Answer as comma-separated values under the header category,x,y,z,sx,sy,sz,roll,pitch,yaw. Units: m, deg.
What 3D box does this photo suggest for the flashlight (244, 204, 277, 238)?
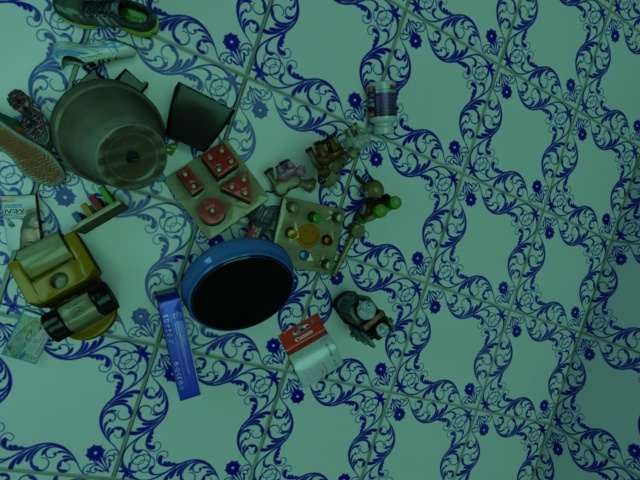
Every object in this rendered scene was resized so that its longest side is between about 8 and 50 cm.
category,x,y,z,sx,sy,sz,roll,pitch,yaw
flashlight,-0.271,0.009,1.694,0.103,0.103,0.303,23,84,20

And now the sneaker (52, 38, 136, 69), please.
category,x,y,z,sx,sy,sz,roll,pitch,yaw
sneaker,-0.687,-0.566,1.455,0.238,0.085,0.086,-9,91,-15

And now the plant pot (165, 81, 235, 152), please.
category,x,y,z,sx,sy,sz,roll,pitch,yaw
plant pot,-0.410,-0.390,1.544,0.188,0.188,0.166,24,95,-23

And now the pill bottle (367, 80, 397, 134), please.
category,x,y,z,sx,sy,sz,roll,pitch,yaw
pill bottle,0.238,-0.505,1.817,0.108,0.108,0.193,-7,99,-21

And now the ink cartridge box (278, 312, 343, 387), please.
category,x,y,z,sx,sy,sz,roll,pitch,yaw
ink cartridge box,-0.036,0.433,1.864,0.189,0.066,0.232,-28,110,-16

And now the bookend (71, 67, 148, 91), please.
category,x,y,z,sx,sy,sz,roll,pitch,yaw
bookend,-0.655,-0.488,1.485,0.157,0.072,0.156,41,82,-21

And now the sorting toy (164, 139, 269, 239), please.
category,x,y,z,sx,sy,sz,roll,pitch,yaw
sorting toy,-0.347,-0.179,1.605,0.257,0.089,0.255,-37,93,-14

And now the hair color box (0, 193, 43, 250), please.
category,x,y,z,sx,sy,sz,roll,pitch,yaw
hair color box,-0.912,-0.057,1.453,0.093,0.053,0.167,-6,101,-22

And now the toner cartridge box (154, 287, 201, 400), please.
category,x,y,z,sx,sy,sz,roll,pitch,yaw
toner cartridge box,-0.486,0.347,1.615,0.075,0.165,0.347,-13,102,-20

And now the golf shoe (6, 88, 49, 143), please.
category,x,y,z,sx,sy,sz,roll,pitch,yaw
golf shoe,-0.837,-0.357,1.392,0.068,0.086,0.186,-32,78,0

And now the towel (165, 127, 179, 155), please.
category,x,y,z,sx,sy,sz,roll,pitch,yaw
towel,-0.510,-0.333,1.598,0.060,0.009,0.083,28,86,-22

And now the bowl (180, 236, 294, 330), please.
category,x,y,z,sx,sy,sz,roll,pitch,yaw
bowl,-0.271,0.162,1.616,0.392,0.077,0.390,-15,134,-16

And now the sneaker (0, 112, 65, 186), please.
category,x,y,z,sx,sy,sz,roll,pitch,yaw
sneaker,-0.890,-0.289,1.407,0.108,0.121,0.302,-37,131,3

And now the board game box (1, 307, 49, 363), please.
category,x,y,z,sx,sy,sz,roll,pitch,yaw
board game box,-0.924,0.305,1.510,0.104,0.026,0.154,27,87,-22

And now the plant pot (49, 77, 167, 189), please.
category,x,y,z,sx,sy,sz,roll,pitch,yaw
plant pot,-0.581,-0.280,1.378,0.324,0.280,0.322,-20,127,-29

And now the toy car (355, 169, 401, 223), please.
category,x,y,z,sx,sy,sz,roll,pitch,yaw
toy car,0.193,-0.178,1.823,0.149,0.155,0.188,-29,95,-25

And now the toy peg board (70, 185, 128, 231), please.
category,x,y,z,sx,sy,sz,roll,pitch,yaw
toy peg board,-0.702,-0.098,1.479,0.161,0.161,0.079,-34,95,-14

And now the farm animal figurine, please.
category,x,y,z,sx,sy,sz,roll,pitch,yaw
farm animal figurine,-0.003,-0.257,1.702,0.327,0.331,0.172,-42,110,-42

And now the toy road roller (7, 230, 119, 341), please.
category,x,y,z,sx,sy,sz,roll,pitch,yaw
toy road roller,-0.767,0.155,1.472,0.203,0.240,0.329,-32,82,-17

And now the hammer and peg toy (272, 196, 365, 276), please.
category,x,y,z,sx,sy,sz,roll,pitch,yaw
hammer and peg toy,0.000,0.000,1.779,0.362,0.127,0.265,12,93,-22

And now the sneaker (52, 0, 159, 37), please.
category,x,y,z,sx,sy,sz,roll,pitch,yaw
sneaker,-0.643,-0.700,1.436,0.300,0.121,0.110,-2,97,-21

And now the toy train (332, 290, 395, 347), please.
category,x,y,z,sx,sy,sz,roll,pitch,yaw
toy train,0.154,0.285,1.782,0.142,0.334,0.190,-38,94,-11
